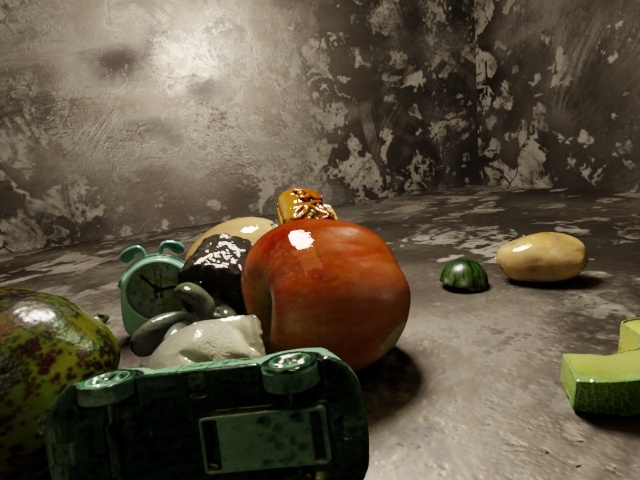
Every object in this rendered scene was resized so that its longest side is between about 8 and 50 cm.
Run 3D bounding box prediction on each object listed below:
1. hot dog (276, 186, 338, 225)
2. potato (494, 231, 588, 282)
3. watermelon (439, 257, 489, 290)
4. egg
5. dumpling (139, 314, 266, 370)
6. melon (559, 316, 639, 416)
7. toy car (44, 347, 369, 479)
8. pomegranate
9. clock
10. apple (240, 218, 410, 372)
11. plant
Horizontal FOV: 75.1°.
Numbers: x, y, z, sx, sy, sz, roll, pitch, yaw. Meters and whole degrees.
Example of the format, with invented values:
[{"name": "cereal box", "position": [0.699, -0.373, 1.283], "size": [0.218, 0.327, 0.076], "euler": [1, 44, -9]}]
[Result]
[{"name": "hot dog", "position": [0.000, 0.000, 0.921], "size": [0.158, 0.117, 0.348], "euler": [19, 33, -29]}, {"name": "potato", "position": [0.472, 0.037, 0.897], "size": [0.178, 0.109, 0.118], "euler": [-7, 32, 25]}, {"name": "watermelon", "position": [0.317, 0.071, 0.920], "size": [0.106, 0.062, 0.105], "euler": [-1, 13, 0]}, {"name": "egg", "position": [-0.188, 0.049, 0.954], "size": [0.245, 0.200, 0.201], "euler": [-7, 11, 2]}, {"name": "dumpling", "position": [-0.150, 0.181, 0.524], "size": [0.181, 0.155, 0.111], "euler": [-40, -31, 13]}, {"name": "melon", "position": [0.378, 0.152, 0.503], "size": [0.210, 0.064, 0.118], "euler": [-11, 13, -13]}, {"name": "toy car", "position": [-0.106, 0.184, 0.424], "size": [0.306, 0.136, 0.125], "euler": [-7, 3, 4]}, {"name": "pomegranate", "position": [-0.353, 0.189, 0.466], "size": [0.204, 0.276, 0.222], "euler": [27, -40, -33]}, {"name": "clock", "position": [-0.318, 0.094, 0.828], "size": [0.148, 0.188, 0.060], "euler": [-7, 12, -16]}, {"name": "apple", "position": [0.017, 0.079, 0.624], "size": [0.241, 0.241, 0.242], "euler": [-11, 12, -30]}, {"name": "plant", "position": [-0.192, 0.108, 0.718], "size": [0.147, 0.149, 0.274], "euler": [6, 37, 11]}]
